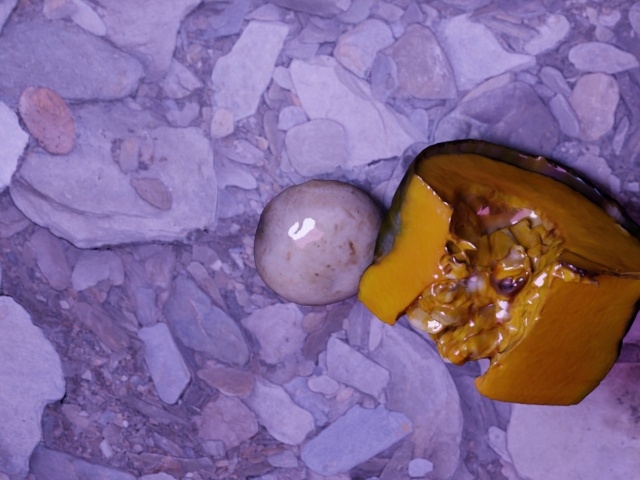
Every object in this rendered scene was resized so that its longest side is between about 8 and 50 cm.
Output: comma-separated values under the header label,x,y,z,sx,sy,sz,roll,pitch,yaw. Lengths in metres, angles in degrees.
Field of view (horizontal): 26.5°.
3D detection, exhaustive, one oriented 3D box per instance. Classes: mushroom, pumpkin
label,x,y,z,sx,sy,sz,roll,pitch,yaw
mushroom,0.000,0.000,1.645,0.166,0.127,0.166,-4,126,-5
pumpkin,0.213,0.033,1.540,0.303,0.256,0.225,40,121,22
